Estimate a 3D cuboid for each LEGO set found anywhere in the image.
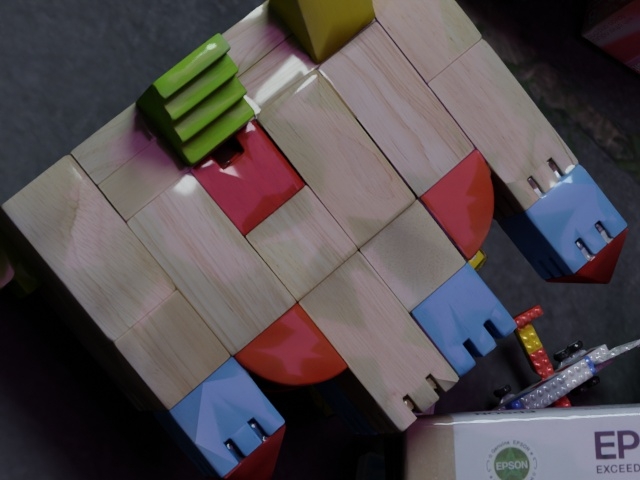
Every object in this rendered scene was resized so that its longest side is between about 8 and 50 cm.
[{"bbox_3d":[0.120,0.123,1.105,0.182,0.060,0.244,22,65,-25],"label":"LEGO set"}]

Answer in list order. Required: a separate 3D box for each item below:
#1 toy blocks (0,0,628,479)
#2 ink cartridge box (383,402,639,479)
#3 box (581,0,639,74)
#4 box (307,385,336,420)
[{"bbox_3d":[0.000,0.000,0.971,0.381,0.191,0.261,-40,95,-17],"label":"toy blocks"},{"bbox_3d":[0.162,0.199,1.014,0.234,0.088,0.193,-3,84,-5],"label":"ink cartridge box"},{"bbox_3d":[0.358,-0.231,1.241,0.154,0.300,0.142,30,57,-22],"label":"box"},{"bbox_3d":[0.018,0.017,1.072,0.105,0.043,0.179,-15,79,-21],"label":"box"}]
